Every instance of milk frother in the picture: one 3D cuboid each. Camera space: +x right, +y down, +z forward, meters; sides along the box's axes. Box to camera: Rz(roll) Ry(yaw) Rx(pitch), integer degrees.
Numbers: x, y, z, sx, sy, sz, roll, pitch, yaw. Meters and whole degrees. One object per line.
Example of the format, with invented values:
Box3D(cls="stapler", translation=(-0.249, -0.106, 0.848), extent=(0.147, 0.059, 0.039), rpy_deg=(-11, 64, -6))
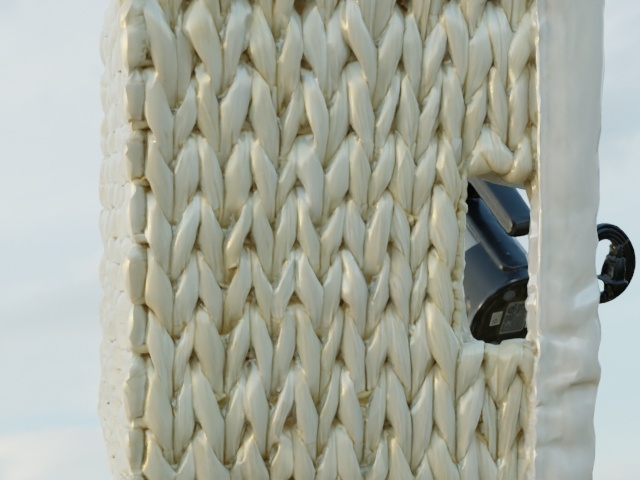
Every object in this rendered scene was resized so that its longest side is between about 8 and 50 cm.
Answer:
Box3D(cls="milk frother", translation=(0.164, 0.008, 1.218), extent=(0.143, 0.134, 0.129), rpy_deg=(9, -56, -34))

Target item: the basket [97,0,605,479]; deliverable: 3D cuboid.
Box3D(cls="basket", translation=(0.000, 0.000, 0.914), extent=(0.266, 0.328, 0.331), rpy_deg=(0, 4, -11))
